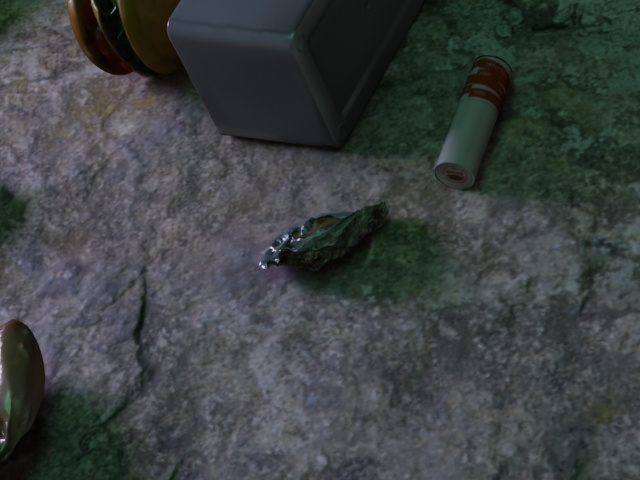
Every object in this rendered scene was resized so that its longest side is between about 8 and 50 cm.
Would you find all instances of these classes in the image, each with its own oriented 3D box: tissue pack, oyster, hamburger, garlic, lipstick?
[{"bbox_3d":[-0.011,-0.228,1.881,0.136,0.159,0.246,11,55,30],"label":"tissue pack"},{"bbox_3d":[0.000,-0.001,1.767,0.100,0.037,0.098,-9,25,46],"label":"oyster"},{"bbox_3d":[-0.181,-0.242,1.977,0.115,0.162,0.162,-2,50,26],"label":"hamburger"},{"bbox_3d":[-0.355,0.165,1.711,0.217,0.110,0.228,2,33,3],"label":"garlic"},{"bbox_3d":[0.138,-0.107,1.785,0.038,0.038,0.131,3,53,27],"label":"lipstick"}]
